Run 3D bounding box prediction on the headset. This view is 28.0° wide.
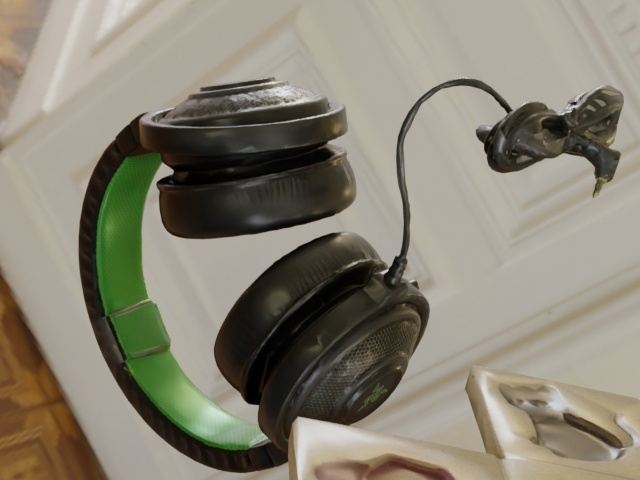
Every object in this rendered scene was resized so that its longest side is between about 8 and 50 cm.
[{"bbox_3d":[0.000,0.000,0.817,0.185,0.394,0.243,-19,84,-45],"label":"headset"}]

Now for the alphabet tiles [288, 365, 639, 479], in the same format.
[{"bbox_3d":[0.134,0.118,0.250,0.285,0.011,0.342,12,19,-7],"label":"alphabet tiles"}]
